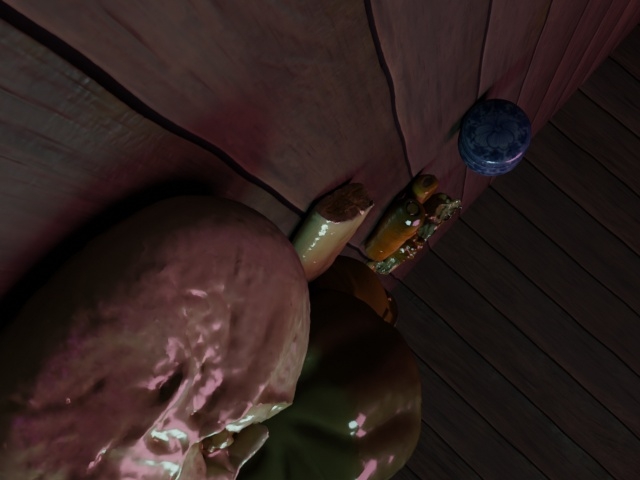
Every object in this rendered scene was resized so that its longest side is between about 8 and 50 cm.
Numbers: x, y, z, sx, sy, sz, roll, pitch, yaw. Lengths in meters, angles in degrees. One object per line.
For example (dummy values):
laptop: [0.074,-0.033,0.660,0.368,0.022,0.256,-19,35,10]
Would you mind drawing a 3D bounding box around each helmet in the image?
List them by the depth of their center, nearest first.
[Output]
helmet: [0.027,0.093,1.387,0.205,0.140,0.257,-20,-149,-3]

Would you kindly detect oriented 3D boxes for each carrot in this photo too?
carrot: [0.168,-0.027,1.687,0.087,0.087,0.193,-40,173,-35]

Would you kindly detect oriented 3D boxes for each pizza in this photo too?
pizza: [0.266,-0.039,1.999,0.323,0.089,0.223,-41,174,-37]

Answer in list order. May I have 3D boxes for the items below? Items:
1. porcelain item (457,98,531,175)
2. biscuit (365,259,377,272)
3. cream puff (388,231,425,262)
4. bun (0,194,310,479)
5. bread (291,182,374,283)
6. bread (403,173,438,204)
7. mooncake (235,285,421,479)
porcelain item: [0.367,-0.218,1.580,0.147,0.147,0.114,-46,170,-4]
biscuit: [0.120,0.104,2.109,0.153,0.030,0.234,-56,167,30]
cream puff: [0.198,0.001,1.852,0.116,0.122,0.094,-7,157,0]
bun: [-0.146,0.138,0.690,0.361,0.213,0.361,-45,167,-14]
bread: [0.000,0.000,1.172,0.139,0.060,0.178,-34,163,-50]
bread: [0.223,-0.111,1.670,0.062,0.049,0.103,-38,169,-21]
mooncake: [-0.032,0.267,1.223,0.200,0.378,0.378,-12,145,-54]
